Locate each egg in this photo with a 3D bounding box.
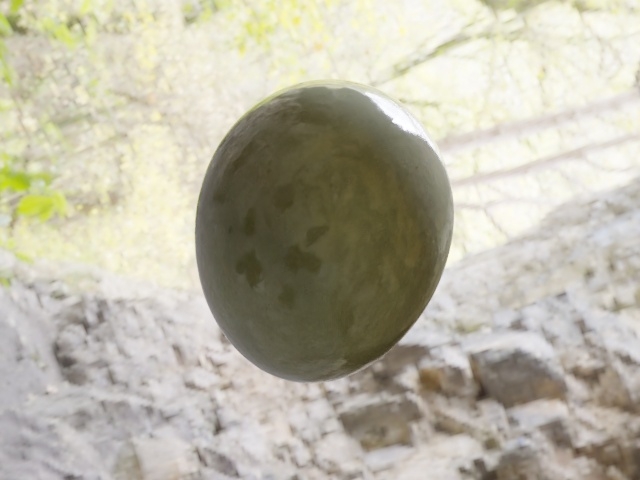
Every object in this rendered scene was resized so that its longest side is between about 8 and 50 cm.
[{"bbox_3d":[0.000,0.000,0.947,0.188,0.189,0.253,-73,175,-53],"label":"egg"}]
